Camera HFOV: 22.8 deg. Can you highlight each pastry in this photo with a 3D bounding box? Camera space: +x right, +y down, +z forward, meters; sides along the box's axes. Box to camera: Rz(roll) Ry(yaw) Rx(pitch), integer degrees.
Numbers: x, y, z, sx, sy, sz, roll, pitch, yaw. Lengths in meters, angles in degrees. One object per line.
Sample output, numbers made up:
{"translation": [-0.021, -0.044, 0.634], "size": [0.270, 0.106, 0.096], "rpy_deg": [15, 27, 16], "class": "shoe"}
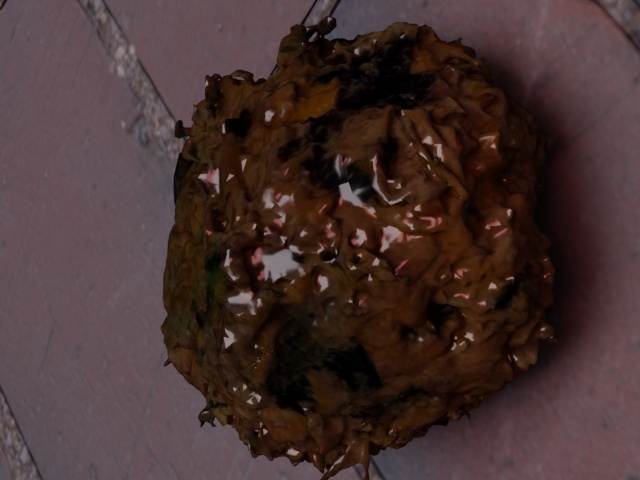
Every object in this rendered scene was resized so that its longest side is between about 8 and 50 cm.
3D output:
{"translation": [0.000, 0.000, 0.879], "size": [0.275, 0.193, 0.275], "rpy_deg": [4, 95, 51], "class": "pastry"}
